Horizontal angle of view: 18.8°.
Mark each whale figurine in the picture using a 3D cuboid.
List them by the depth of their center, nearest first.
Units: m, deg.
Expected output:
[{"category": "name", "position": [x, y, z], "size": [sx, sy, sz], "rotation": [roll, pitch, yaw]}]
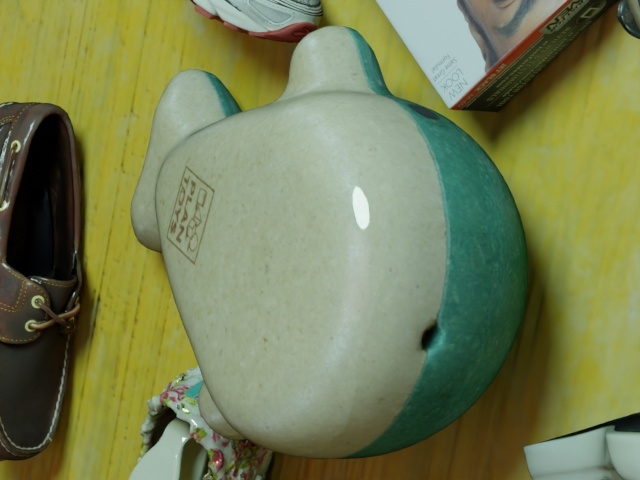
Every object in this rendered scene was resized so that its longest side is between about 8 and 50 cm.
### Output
[{"category": "whale figurine", "position": [0.000, 0.000, 0.968], "size": [0.272, 0.141, 0.216], "rotation": [33, 112, 55]}]

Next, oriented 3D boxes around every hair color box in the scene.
[{"category": "hair color box", "position": [0.061, -0.156, 0.945], "size": [0.093, 0.053, 0.167], "rotation": [-43, 70, 28]}]

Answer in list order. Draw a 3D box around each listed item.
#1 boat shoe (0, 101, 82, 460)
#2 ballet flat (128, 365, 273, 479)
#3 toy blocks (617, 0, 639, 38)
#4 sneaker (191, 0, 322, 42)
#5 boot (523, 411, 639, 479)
[{"category": "boat shoe", "position": [-0.171, 0.024, 1.103], "size": [0.073, 0.073, 0.207], "rotation": [-3, 91, 37]}, {"category": "ballet flat", "position": [-0.088, 0.177, 1.051], "size": [0.091, 0.077, 0.241], "rotation": [19, 104, 32]}, {"category": "toy blocks", "position": [0.287, -0.069, 0.724], "size": [0.260, 0.309, 0.289], "rotation": [-24, 90, 0]}, {"category": "sneaker", "position": [-0.056, -0.202, 1.004], "size": [0.092, 0.088, 0.225], "rotation": [-34, 73, 30]}, {"category": "boot", "position": [0.171, 0.152, 0.808], "size": [0.244, 0.088, 0.176], "rotation": [135, 119, -74]}]
